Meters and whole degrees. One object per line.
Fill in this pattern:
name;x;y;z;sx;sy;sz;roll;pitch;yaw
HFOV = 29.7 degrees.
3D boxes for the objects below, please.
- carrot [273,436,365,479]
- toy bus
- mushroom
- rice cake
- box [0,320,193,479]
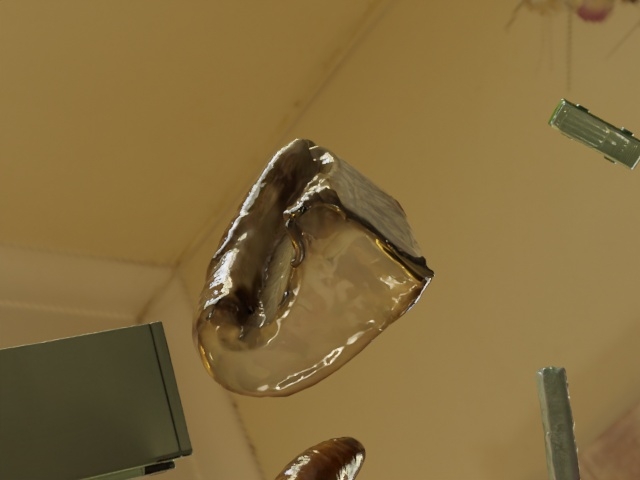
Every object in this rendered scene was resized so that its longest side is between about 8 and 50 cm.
carrot;-0.022;0.117;0.470;0.035;0.035;0.165;46;-144;10
toy bus;0.236;-0.090;1.025;0.083;0.031;0.037;29;-167;1
mushroom;-0.027;0.024;1.747;0.224;0.313;0.397;36;-163;-17
rice cake;0.262;0.235;1.307;0.033;0.033;0.207;-2;-113;-2
box;-0.261;0.166;0.989;0.225;0.225;0.117;-8;-103;-34
